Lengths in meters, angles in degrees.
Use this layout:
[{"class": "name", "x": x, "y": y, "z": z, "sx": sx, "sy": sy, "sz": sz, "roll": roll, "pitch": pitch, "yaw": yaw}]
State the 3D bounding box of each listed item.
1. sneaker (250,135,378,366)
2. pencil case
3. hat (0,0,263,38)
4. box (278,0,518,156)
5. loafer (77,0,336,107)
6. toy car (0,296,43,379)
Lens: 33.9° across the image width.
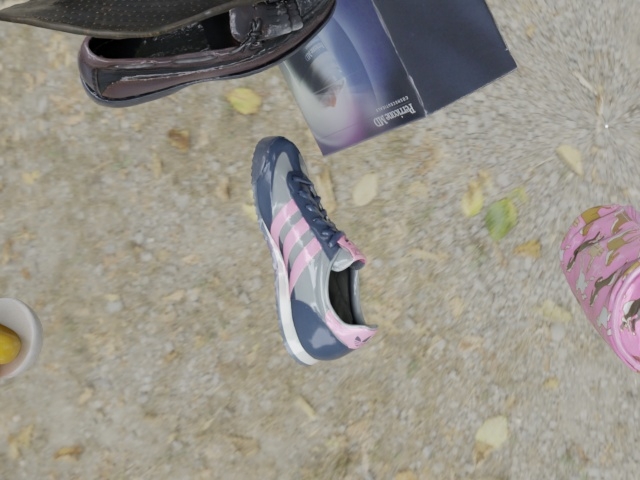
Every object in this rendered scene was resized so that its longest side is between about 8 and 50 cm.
[{"class": "sneaker", "x": 0.000, "y": 0.000, "z": 1.401, "sx": 0.131, "sy": 0.112, "sz": 0.318, "roll": -18, "pitch": 82, "yaw": 33}, {"class": "pencil case", "x": 0.436, "y": 0.054, "z": 1.457, "sx": 0.167, "sy": 0.386, "sz": 0.160, "roll": -31, "pitch": 98, "yaw": 8}, {"class": "hat", "x": -0.130, "y": -0.251, "z": 0.838, "sx": 0.331, "sy": 0.331, "sz": 0.133, "roll": 1, "pitch": 111, "yaw": 15}, {"class": "box", "x": 0.068, "y": -0.300, "z": 1.444, "sx": 0.183, "sy": 0.296, "sz": 0.294, "roll": -31, "pitch": 98, "yaw": -26}, {"class": "loafer", "x": -0.116, "y": -0.230, "z": 1.128, "sx": 0.303, "sy": 0.095, "sz": 0.109, "roll": -24, "pitch": 79, "yaw": -10}, {"class": "toy car", "x": -0.355, "y": 0.092, "z": 0.936, "sx": 0.182, "sy": 0.159, "sz": 0.136, "roll": 26, "pitch": 92, "yaw": 28}]
